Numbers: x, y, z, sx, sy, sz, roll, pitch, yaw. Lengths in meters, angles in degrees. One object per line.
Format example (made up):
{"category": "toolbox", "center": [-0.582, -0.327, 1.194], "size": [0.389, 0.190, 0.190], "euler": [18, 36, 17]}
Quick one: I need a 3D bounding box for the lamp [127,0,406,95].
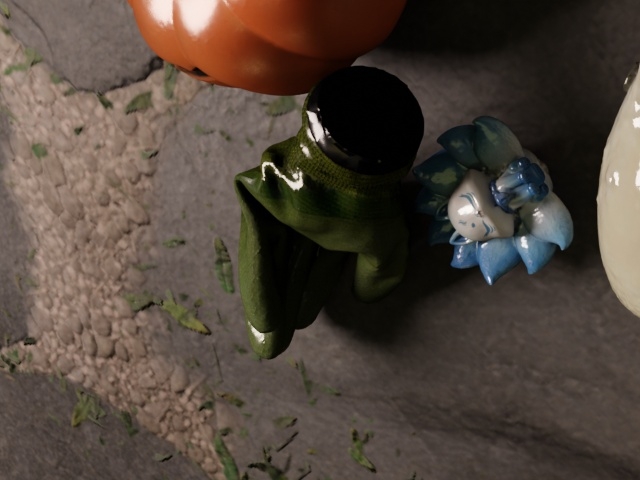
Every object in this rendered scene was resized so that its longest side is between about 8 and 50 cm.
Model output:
{"category": "lamp", "center": [-0.028, -0.182, 0.638], "size": [0.187, 0.163, 0.188], "euler": [1, 91, 41]}

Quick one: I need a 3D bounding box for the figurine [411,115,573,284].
{"category": "figurine", "center": [0.105, -0.022, 0.686], "size": [0.114, 0.079, 0.114], "euler": [13, 122, 21]}

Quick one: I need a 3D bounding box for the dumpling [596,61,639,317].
{"category": "dumpling", "center": [0.253, -0.019, 0.534], "size": [0.226, 0.175, 0.243], "euler": [14, 155, 41]}

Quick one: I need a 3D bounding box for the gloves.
{"category": "gloves", "center": [0.003, -0.013, 0.708], "size": [0.135, 0.107, 0.268], "euler": [15, 140, -7]}
